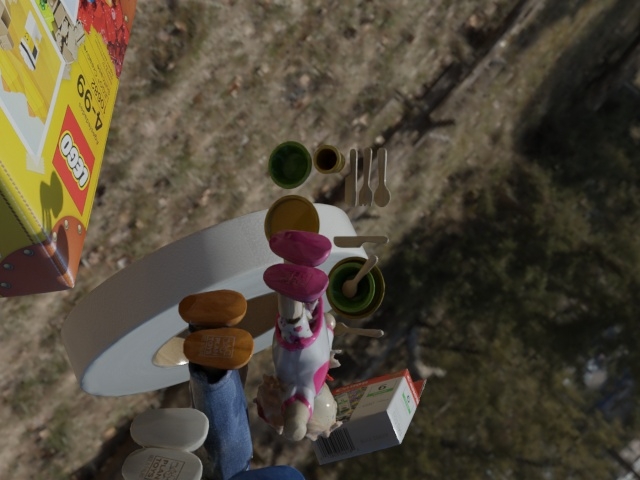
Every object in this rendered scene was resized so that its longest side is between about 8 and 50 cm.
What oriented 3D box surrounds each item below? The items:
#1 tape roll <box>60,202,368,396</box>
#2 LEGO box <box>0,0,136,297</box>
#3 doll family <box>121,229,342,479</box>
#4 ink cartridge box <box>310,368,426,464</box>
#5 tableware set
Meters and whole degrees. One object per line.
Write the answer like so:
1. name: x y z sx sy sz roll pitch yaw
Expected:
1. tape roll: -0.125 0.081 1.294 0.392 0.072 0.392 -23 163 -8
2. LEGO box: -0.326 -0.248 0.762 0.193 0.372 0.500 -6 141 9
3. doll family: -0.052 0.121 0.534 0.118 0.263 0.163 2 128 4
4. ink cartridge box: 0.037 0.120 0.760 0.063 0.029 0.115 -19 -170 20
5. tableware set: 0.000 0.000 0.794 0.024 0.104 0.154 7 84 -67
